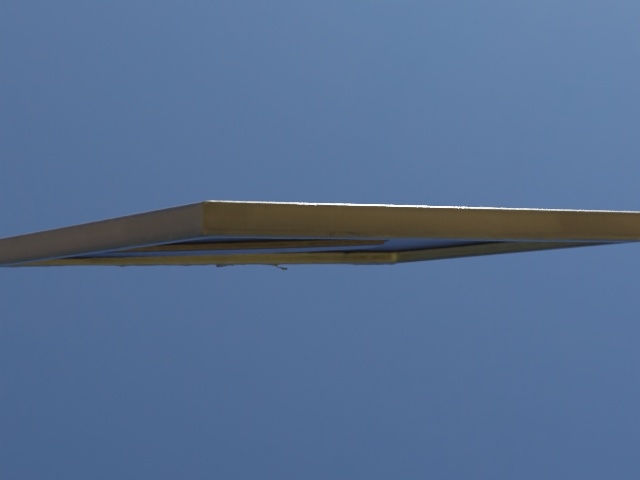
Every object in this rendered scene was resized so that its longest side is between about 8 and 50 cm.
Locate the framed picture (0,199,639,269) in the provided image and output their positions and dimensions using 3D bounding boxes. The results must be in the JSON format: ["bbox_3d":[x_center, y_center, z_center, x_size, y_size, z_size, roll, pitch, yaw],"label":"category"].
[{"bbox_3d":[0.000,0.000,0.722,0.250,0.184,0.016,1,-95,-37],"label":"framed picture"}]
